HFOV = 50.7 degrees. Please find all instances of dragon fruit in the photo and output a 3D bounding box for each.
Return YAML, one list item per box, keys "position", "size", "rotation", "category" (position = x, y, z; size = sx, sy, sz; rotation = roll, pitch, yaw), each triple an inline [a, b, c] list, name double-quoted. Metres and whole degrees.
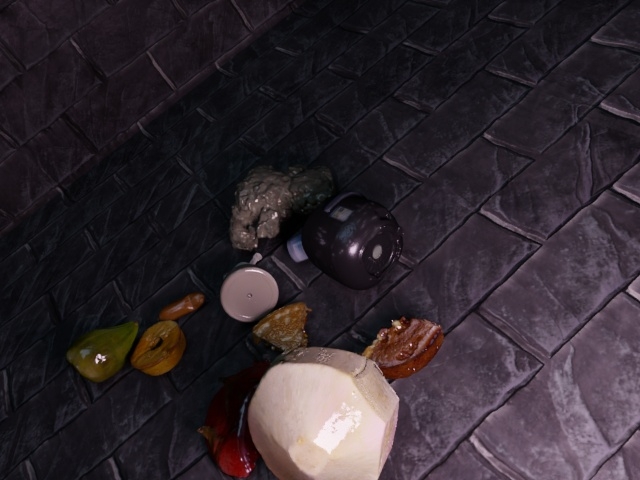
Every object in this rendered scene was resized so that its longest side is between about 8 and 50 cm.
- position: [-0.215, 0.442, 1.805]
  size: [0.282, 0.100, 0.343]
  rotation: [1, 49, 41]
  category: "dragon fruit"

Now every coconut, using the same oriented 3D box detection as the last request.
- position: [0.005, 0.395, 1.483]
  size: [0.353, 0.352, 0.352]
  rotation: [-19, 41, 17]
  category: "coconut"

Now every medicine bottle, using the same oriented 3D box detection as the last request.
- position: [0.000, 0.000, 2.121]
  size: [0.203, 0.083, 0.083]
  rotation: [-20, 41, 13]
  category: "medicine bottle"

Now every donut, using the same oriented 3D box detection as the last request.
- position: [-0.501, 0.343, 2.120]
  size: [0.174, 0.074, 0.190]
  rotation: [-22, 36, 16]
  category: "donut"
- position: [0.202, 0.277, 1.662]
  size: [0.144, 0.126, 0.186]
  rotation: [25, 70, 39]
  category: "donut"

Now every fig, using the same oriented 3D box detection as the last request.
- position: [-0.696, 0.363, 2.181]
  size: [0.233, 0.167, 0.167]
  rotation: [-17, 23, -42]
  category: "fig"

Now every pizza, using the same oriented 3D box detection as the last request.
- position: [-0.089, 0.277, 1.917]
  size: [0.188, 0.062, 0.199]
  rotation: [-27, 46, -4]
  category: "pizza"

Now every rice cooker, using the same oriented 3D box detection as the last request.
- position: [0.099, 0.000, 1.925]
  size: [0.224, 0.267, 0.267]
  rotation: [21, 63, 45]
  category: "rice cooker"

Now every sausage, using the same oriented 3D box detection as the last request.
- position: [-0.458, 0.221, 2.231]
  size: [0.183, 0.054, 0.062]
  rotation: [-29, 71, 3]
  category: "sausage"

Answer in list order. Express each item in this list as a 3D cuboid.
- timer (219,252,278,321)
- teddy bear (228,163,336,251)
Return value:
- position: [-0.237, 0.127, 2.130]
  size: [0.175, 0.175, 0.266]
  rotation: [-34, 20, 0]
  category: "timer"
- position: [-0.111, -0.131, 2.279]
  size: [0.367, 0.224, 0.357]
  rotation: [7, 51, 21]
  category: "teddy bear"
